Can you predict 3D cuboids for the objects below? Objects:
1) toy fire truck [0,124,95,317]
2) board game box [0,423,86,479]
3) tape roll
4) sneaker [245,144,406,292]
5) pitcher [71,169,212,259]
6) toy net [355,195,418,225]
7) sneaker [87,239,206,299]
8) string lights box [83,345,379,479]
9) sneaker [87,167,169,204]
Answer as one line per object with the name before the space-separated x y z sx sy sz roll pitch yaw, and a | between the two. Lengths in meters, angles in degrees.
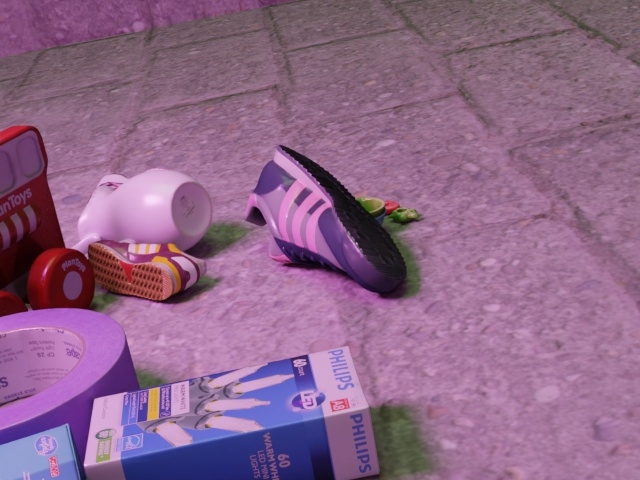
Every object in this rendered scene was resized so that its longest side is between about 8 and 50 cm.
toy fire truck | -0.439 0.013 1.406 0.169 0.253 0.302 3 26 30
board game box | -0.350 0.292 0.922 0.336 0.079 0.254 -16 23 -13
tape roll | -0.334 0.173 1.190 0.275 0.090 0.274 -9 23 4
sneaker | 0.000 0.000 1.474 0.112 0.131 0.319 25 17 -37
pitcher | -0.270 -0.018 1.612 0.207 0.125 0.177 -5 42 39
toy net | 0.032 -0.056 1.636 0.122 0.045 0.232 -25 26 -31
sneaker | -0.240 0.035 1.524 0.186 0.069 0.084 17 26 37
string lights box | -0.084 0.186 1.061 0.260 0.076 0.133 -12 21 -3
sneaker | -0.300 -0.064 1.801 0.178 0.072 0.077 -6 33 32
